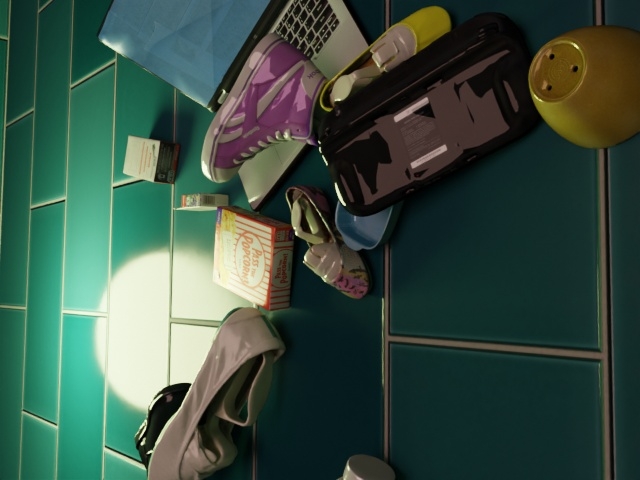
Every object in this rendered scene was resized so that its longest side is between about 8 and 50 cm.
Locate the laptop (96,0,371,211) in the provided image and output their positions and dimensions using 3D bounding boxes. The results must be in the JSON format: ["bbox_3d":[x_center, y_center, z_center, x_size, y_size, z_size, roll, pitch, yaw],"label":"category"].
[{"bbox_3d":[-0.167,-0.329,1.181,0.382,0.236,0.408,-48,53,37],"label":"laptop"}]

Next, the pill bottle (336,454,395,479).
[{"bbox_3d":[0.048,0.392,0.971,0.094,0.094,0.169,31,111,47],"label":"pill bottle"}]

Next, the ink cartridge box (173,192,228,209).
[{"bbox_3d":[-0.240,-0.076,1.380,0.115,0.062,0.029,0,88,50],"label":"ink cartridge box"}]

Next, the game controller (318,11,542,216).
[{"bbox_3d":[0.132,-0.157,0.914,0.319,0.067,0.167,-28,80,33],"label":"game controller"}]

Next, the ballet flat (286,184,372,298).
[{"bbox_3d":[0.000,0.000,1.074,0.077,0.079,0.221,-51,51,34],"label":"ballet flat"}]

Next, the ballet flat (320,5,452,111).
[{"bbox_3d":[0.084,-0.246,0.984,0.231,0.077,0.077,-31,82,41],"label":"ballet flat"}]

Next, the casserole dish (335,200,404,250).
[{"bbox_3d":[0.083,-0.075,1.014,0.114,0.037,0.188,33,113,46],"label":"casserole dish"}]

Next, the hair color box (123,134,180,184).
[{"bbox_3d":[-0.385,-0.184,1.574,0.167,0.053,0.093,18,100,51],"label":"hair color box"}]

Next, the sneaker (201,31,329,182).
[{"bbox_3d":[-0.085,-0.171,1.123,0.161,0.102,0.282,40,126,9],"label":"sneaker"}]

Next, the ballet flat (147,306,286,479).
[{"bbox_3d":[-0.180,0.309,1.208,0.139,0.139,0.400,37,104,45],"label":"ballet flat"}]

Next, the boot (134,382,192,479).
[{"bbox_3d":[-0.285,0.427,1.369,0.246,0.094,0.207,-56,47,34],"label":"boot"}]

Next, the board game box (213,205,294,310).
[{"bbox_3d":[-0.122,0.026,1.234,0.193,0.045,0.147,18,108,49],"label":"board game box"}]

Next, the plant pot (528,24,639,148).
[{"bbox_3d":[0.278,-0.171,0.740,0.134,0.095,0.134,-5,84,50],"label":"plant pot"}]
